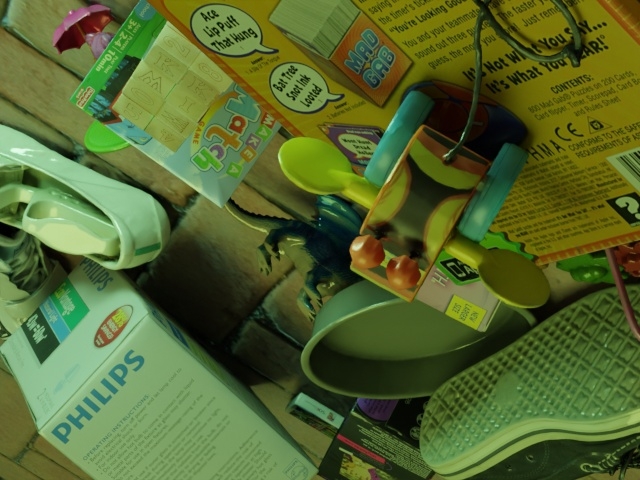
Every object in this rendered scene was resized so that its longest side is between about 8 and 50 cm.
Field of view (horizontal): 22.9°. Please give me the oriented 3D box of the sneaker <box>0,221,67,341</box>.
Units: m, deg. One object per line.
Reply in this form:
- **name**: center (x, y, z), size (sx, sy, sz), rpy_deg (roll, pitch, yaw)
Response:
- **sneaker**: center (-0.461, 0.048, 2.427), size (0.366, 0.137, 0.210), rpy_deg (46, 151, -20)

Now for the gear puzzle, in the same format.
- **gear puzzle**: center (0.290, 0.008, 1.719), size (0.175, 0.044, 0.339), rpy_deg (33, 154, -32)

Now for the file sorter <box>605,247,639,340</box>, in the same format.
- **file sorter**: center (0.402, -0.028, 1.357), size (0.291, 0.202, 0.182), rpy_deg (-29, 76, 58)

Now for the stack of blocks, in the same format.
- **stack of blocks**: center (-0.099, -0.227, 1.614), size (0.087, 0.171, 0.297), rpy_deg (35, 152, -8)

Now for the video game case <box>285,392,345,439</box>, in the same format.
- **video game case**: center (0.035, 0.292, 2.413), size (0.183, 0.023, 0.201), rpy_deg (31, 169, 0)

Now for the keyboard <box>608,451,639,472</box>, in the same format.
- **keyboard**: center (0.392, 0.252, 2.062), size (0.317, 0.033, 0.201), rpy_deg (-4, 137, 48)

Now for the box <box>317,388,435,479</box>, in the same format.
- **box**: center (0.111, 0.252, 2.183), size (0.143, 0.165, 0.270), rpy_deg (30, 153, 3)

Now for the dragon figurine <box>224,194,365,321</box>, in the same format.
- **dragon figurine**: center (0.000, 0.000, 1.969), size (0.289, 0.144, 0.085), rpy_deg (44, 154, 14)

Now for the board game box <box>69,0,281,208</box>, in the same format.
- **board game box**: center (-0.151, -0.162, 1.790), size (0.211, 0.160, 0.039), rpy_deg (35, -174, -10)

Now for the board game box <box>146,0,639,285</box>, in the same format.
- **board game box**: center (0.162, -0.236, 1.158), size (0.356, 0.356, 0.356), rpy_deg (42, 150, -20)

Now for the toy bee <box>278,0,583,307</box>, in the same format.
- **toy bee**: center (0.057, -0.028, 1.049), size (0.195, 0.162, 0.298), rpy_deg (20, 150, 23)

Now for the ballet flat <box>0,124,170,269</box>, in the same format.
- **ballet flat**: center (-0.402, -0.061, 2.191), size (0.400, 0.139, 0.139), rpy_deg (21, 150, 15)

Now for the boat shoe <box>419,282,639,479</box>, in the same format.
- **boat shoe**: center (0.319, 0.185, 1.859), size (0.156, 0.186, 0.500), rpy_deg (24, 146, -25)

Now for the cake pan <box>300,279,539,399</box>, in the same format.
- **cake pan**: center (0.119, 0.112, 1.936), size (0.293, 0.054, 0.293), rpy_deg (-6, 152, -3)

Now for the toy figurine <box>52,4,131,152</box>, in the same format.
- **toy figurine**: center (-0.245, -0.198, 1.852), size (0.173, 0.130, 0.159), rpy_deg (25, 149, 54)

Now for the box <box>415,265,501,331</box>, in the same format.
- **box**: center (0.178, -0.073, 1.523), size (0.117, 0.243, 0.213), rpy_deg (27, 152, 6)

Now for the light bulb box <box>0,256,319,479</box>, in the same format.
- **light bulb box**: center (-0.244, 0.242, 2.311), size (0.361, 0.225, 0.358), rpy_deg (45, 177, -24)
